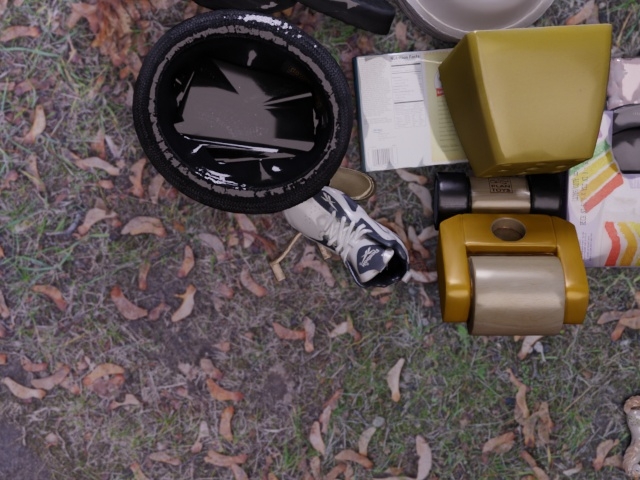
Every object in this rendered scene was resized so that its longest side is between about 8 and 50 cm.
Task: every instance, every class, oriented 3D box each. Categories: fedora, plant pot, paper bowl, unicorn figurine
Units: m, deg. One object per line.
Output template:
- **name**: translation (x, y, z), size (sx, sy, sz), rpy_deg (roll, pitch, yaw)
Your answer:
- **fedora**: translation (-0.118, -0.198, 1.637), size (0.334, 0.152, 0.334), rpy_deg (0, 97, -2)
- **plant pot**: translation (0.306, -0.197, 1.568), size (0.212, 0.212, 0.187), rpy_deg (-4, 85, -6)
- **paper bowl**: translation (0.247, -0.452, 1.641), size (0.284, 0.148, 0.284), rpy_deg (-1, 97, -5)
- **unicorn figurine**: translation (0.567, 0.343, 1.831), size (0.111, 0.060, 0.162), rpy_deg (-18, 83, -2)

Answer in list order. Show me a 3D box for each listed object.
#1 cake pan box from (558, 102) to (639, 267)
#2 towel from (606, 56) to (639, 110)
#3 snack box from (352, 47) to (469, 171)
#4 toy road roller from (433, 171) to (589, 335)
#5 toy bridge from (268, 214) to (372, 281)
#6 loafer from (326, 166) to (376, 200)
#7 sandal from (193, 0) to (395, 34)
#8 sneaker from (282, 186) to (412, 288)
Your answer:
- **cake pan box**: translation (0.512, -0.089, 1.705), size (0.245, 0.070, 0.267), rpy_deg (1, 99, -3)
- **towel**: translation (0.634, -0.146, 1.758), size (0.317, 0.053, 0.332), rpy_deg (-4, 99, -1)
- **snack box**: translation (0.219, -0.219, 1.713), size (0.322, 0.060, 0.187), rpy_deg (-5, 98, -5)
- **toy road roller**: translation (0.278, 0.055, 1.639), size (0.202, 0.329, 0.241), rpy_deg (0, 132, 0)
- **toy bridge**: translation (0.000, 0.000, 1.740), size (0.188, 0.026, 0.063), rpy_deg (-26, 99, -3)
- **loafer**: translation (0.020, -0.095, 1.716), size (0.148, 0.050, 0.056), rpy_deg (9, 97, -6)
- **sandal**: translation (-0.105, -0.389, 1.615), size (0.445, 0.167, 0.107), rpy_deg (21, 113, -8)
- **sneaker**: translation (0.051, 0.001, 1.646), size (0.235, 0.153, 0.094), rpy_deg (37, 96, -21)
